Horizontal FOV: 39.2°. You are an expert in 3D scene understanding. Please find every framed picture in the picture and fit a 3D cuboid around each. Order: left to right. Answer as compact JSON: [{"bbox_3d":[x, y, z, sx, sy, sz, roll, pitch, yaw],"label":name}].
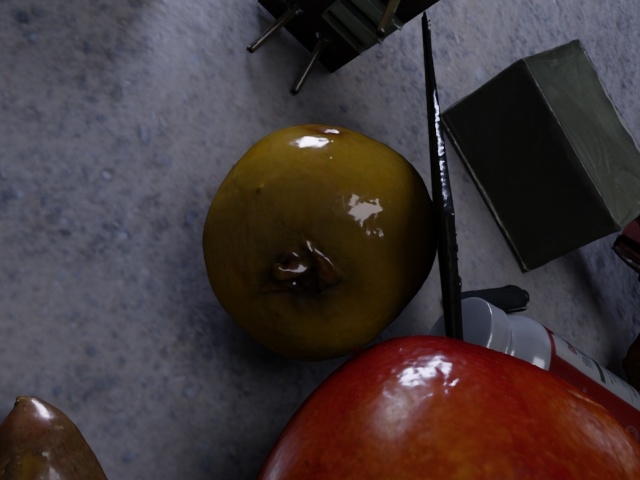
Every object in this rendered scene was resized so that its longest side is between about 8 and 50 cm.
[{"bbox_3d":[0.116,-0.028,0.856,0.339,0.014,0.255,-87,170,-50],"label":"framed picture"}]

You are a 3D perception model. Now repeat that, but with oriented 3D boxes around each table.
[{"bbox_3d":[0.017,-0.239,0.919,0.121,0.240,0.111,41,66,-15],"label":"table"}]

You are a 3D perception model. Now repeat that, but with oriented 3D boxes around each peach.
[{"bbox_3d":[0.091,0.253,0.650,0.370,0.370,0.370,19,57,-32],"label":"peach"}]

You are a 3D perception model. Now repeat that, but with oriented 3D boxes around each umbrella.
[{"bbox_3d":[0.194,0.070,1.037,0.133,0.031,0.036,-2,71,-41],"label":"umbrella"}]

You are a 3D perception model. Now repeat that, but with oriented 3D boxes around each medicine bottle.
[{"bbox_3d":[0.231,0.165,0.949,0.250,0.131,0.131,34,50,-22],"label":"medicine bottle"}]

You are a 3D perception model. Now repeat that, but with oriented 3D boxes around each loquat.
[{"bbox_3d":[0.000,0.000,0.791,0.208,0.208,0.208,19,57,-32],"label":"loquat"}]

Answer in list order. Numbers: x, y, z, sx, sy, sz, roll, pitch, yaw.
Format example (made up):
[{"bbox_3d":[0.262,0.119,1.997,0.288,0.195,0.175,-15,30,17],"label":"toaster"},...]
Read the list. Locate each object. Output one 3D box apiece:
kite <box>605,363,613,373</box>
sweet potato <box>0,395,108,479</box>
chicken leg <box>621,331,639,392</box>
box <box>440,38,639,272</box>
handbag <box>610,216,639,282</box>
[{"bbox_3d":[0.366,0.259,1.009,0.016,0.321,0.234,2,105,-1],"label":"kite"},{"bbox_3d":[-0.166,0.289,0.581,0.109,0.109,0.385,5,66,-38],"label":"sweet potato"},{"bbox_3d":[0.441,0.196,1.106,0.158,0.096,0.407,37,34,-4],"label":"chicken leg"},{"bbox_3d":[0.291,-0.107,1.127,0.155,0.149,0.231,-25,85,-43],"label":"box"},{"bbox_3d":[0.515,0.054,1.194,0.260,0.084,0.275,49,28,12],"label":"handbag"}]
